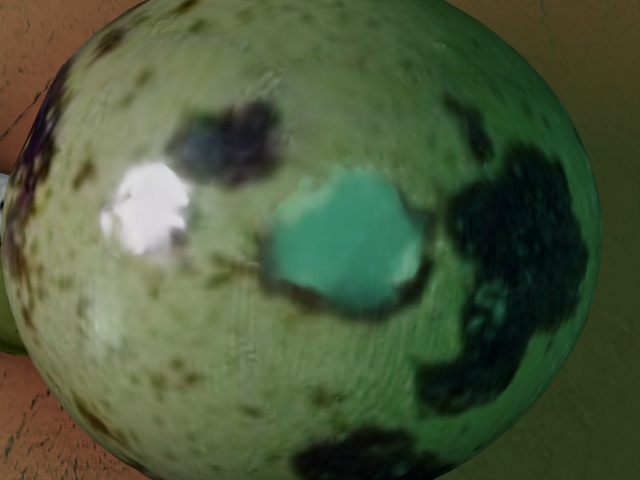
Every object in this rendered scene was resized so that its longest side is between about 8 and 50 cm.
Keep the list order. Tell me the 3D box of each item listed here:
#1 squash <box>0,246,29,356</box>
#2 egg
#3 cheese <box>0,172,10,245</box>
[{"bbox_3d":[-0.284,0.011,1.072,0.250,0.083,0.083,19,76,-36],"label":"squash"},{"bbox_3d":[0.000,0.000,1.099,0.428,0.345,0.345,6,81,-51],"label":"egg"},{"bbox_3d":[-0.279,-0.052,1.118,0.235,0.050,0.127,28,71,-22],"label":"cheese"}]
